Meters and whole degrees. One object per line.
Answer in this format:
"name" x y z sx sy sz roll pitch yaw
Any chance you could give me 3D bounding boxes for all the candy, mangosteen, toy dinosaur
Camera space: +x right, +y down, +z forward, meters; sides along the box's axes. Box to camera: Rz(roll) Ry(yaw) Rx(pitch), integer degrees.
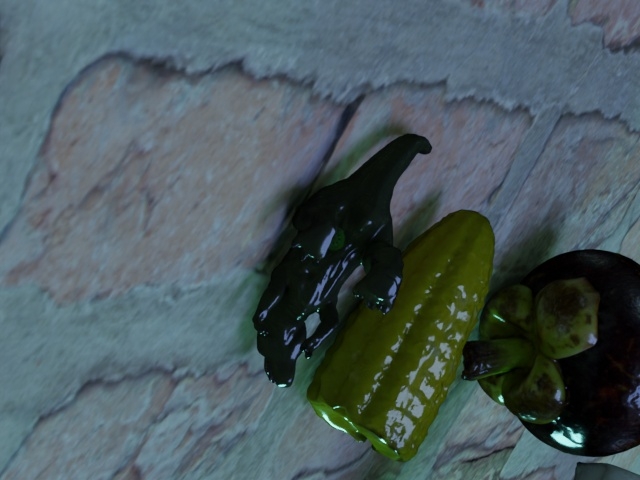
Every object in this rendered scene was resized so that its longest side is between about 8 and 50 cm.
"candy" 0.072 0.064 1.514 0.199 0.094 0.106 -61 158 -7
"mangosteen" 0.224 0.106 1.798 0.217 0.192 0.192 -7 131 -33
"toy dinosaur" 0.000 0.000 1.367 0.187 0.087 0.179 -47 -161 17

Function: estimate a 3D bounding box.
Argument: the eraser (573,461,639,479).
"eraser" 0.219 0.337 1.730 0.174 0.095 0.270 81 32 -75
